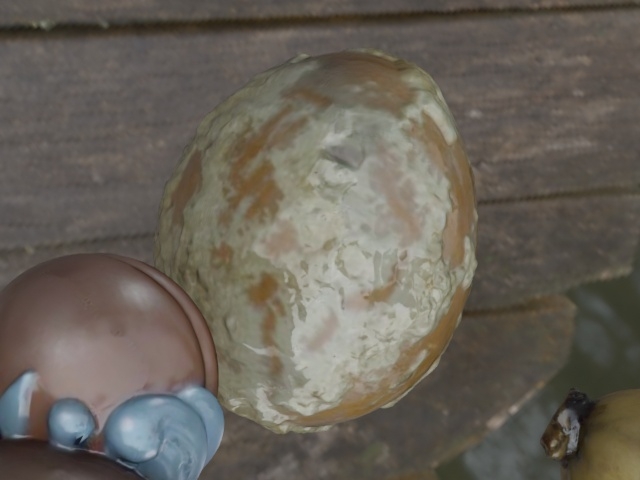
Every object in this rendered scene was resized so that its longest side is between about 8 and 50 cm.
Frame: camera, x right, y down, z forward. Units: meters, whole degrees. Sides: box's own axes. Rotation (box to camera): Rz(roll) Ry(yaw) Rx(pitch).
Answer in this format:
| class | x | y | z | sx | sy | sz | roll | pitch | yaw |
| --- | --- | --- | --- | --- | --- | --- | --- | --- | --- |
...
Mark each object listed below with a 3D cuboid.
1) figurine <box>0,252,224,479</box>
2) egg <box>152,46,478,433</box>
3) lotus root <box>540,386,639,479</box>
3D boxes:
| class | x | y | z | sx | sy | sz | roll | pitch | yaw |
| --- | --- | --- | --- | --- | --- | --- | --- | --- | --- |
| figurine | -0.167 | 0.220 | 0.761 | 0.276 | 0.248 | 0.388 | -26 | 149 | -45 |
| egg | 0.000 | 0.000 | 0.925 | 0.203 | 0.203 | 0.245 | 13 | 104 | -37 |
| lotus root | 0.275 | 0.200 | 1.076 | 0.140 | 0.256 | 0.154 | -52 | 167 | -42 |
